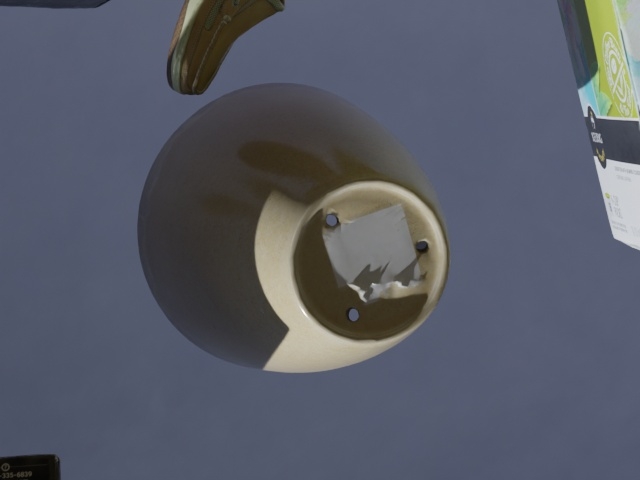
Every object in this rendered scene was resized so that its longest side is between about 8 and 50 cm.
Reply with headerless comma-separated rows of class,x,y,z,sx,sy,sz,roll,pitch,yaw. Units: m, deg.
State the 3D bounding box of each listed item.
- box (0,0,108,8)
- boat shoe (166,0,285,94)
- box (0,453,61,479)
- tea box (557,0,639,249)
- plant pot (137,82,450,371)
box,-0.125,-0.231,0.828,0.108,0.153,0.207,-4,-97,-42
boat shoe,-0.063,-0.197,1.384,0.072,0.190,0.068,24,-164,7
box,-0.291,0.271,1.365,0.165,0.270,0.143,-1,-110,-15
tea box,0.370,-0.185,1.348,0.329,0.220,0.324,-15,-86,-1
plant pot,0.000,0.000,1.403,0.256,0.274,0.257,-1,-85,-15
